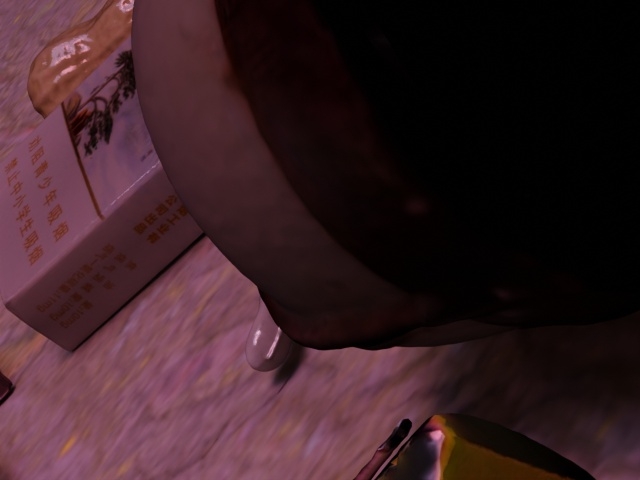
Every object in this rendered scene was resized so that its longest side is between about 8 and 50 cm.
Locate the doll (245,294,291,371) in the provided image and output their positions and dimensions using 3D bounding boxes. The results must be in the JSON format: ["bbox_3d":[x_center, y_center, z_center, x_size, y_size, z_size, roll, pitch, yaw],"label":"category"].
[{"bbox_3d":[0.002,-0.006,0.758,0.113,0.071,0.135,-52,15,31],"label":"doll"}]

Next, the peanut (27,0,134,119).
[{"bbox_3d":[-0.146,-0.155,1.133,0.187,0.082,0.082,-37,29,18],"label":"peanut"}]

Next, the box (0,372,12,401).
[{"bbox_3d":[-0.253,0.100,0.966,0.084,0.060,0.063,-47,20,-1],"label":"box"}]

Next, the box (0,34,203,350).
[{"bbox_3d":[-0.113,-0.059,0.946,0.233,0.067,0.149,-42,40,11],"label":"box"}]

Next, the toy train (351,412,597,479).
[{"bbox_3d":[0.006,0.191,0.367,0.296,0.100,0.160,-53,48,10],"label":"toy train"}]

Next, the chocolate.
[{"bbox_3d":[0.049,-0.067,0.586,0.186,0.283,0.283,-43,23,43],"label":"chocolate"}]
